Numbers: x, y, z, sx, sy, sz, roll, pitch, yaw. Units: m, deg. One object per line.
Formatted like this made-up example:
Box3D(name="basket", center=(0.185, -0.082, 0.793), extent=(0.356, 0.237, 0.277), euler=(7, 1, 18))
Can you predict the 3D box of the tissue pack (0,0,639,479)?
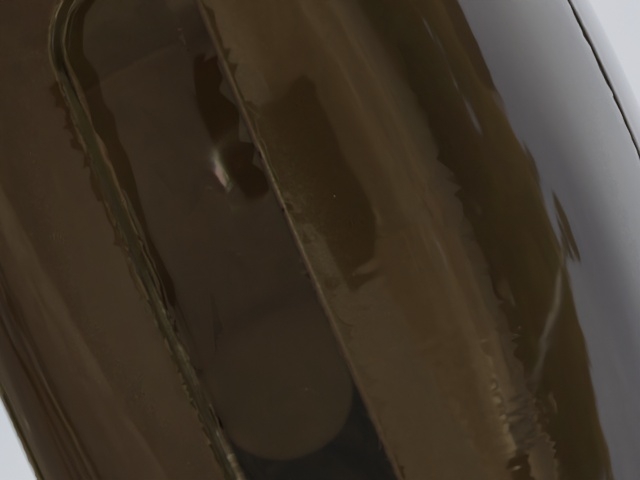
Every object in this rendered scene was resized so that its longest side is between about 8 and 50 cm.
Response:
Box3D(name="tissue pack", center=(0.000, 0.000, 0.617), extent=(0.267, 0.277, 0.387), euler=(-22, -89, 20))
